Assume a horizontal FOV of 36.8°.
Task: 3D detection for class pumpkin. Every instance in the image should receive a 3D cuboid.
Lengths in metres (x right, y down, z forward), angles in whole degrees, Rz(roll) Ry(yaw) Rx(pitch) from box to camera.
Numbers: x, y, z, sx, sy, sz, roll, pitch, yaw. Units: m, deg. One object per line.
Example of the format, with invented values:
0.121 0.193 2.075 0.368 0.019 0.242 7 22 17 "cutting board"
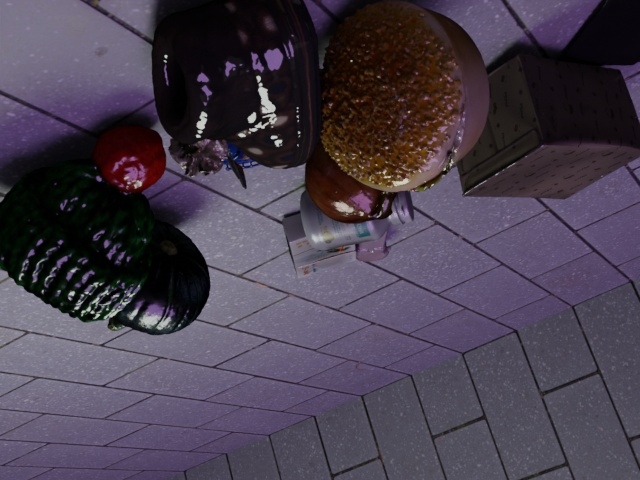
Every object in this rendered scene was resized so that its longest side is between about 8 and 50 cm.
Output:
-0.348 0.089 1.891 0.248 0.248 0.248 -15 157 -6 "pumpkin"

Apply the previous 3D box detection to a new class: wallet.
0.625 -0.397 1.757 0.322 0.041 0.247 -2 152 -19 "wallet"

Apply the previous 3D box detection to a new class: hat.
-0.370 -0.045 1.612 0.274 0.242 0.332 32 112 -28 "hat"

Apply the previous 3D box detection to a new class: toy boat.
-0.153 -0.136 1.710 0.175 0.110 0.091 0 152 -38 "toy boat"

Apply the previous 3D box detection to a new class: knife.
0.122 -0.046 2.186 0.132 0.038 0.399 -3 152 -4 "knife"

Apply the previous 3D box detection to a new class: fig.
0.071 -0.118 1.805 0.205 0.205 0.205 -15 157 -6 "fig"

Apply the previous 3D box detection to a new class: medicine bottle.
0.077 -0.062 1.971 0.215 0.135 0.135 -11 159 14 "medicine bottle"

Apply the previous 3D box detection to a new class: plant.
-0.209 -0.166 1.587 0.104 0.117 0.122 -19 172 14 "plant"

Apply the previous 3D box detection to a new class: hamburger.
0.118 -0.221 1.484 0.170 0.302 0.302 -20 164 -42 "hamburger"

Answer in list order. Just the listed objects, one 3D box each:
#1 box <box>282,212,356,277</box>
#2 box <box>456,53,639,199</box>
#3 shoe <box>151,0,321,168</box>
0.000 0.000 2.182 0.149 0.067 0.233 -16 158 -2 "box"
0.420 -0.208 1.824 0.297 0.190 0.225 -1 160 -36 "box"
-0.130 -0.217 1.460 0.237 0.171 0.384 -20 157 -10 "shoe"
